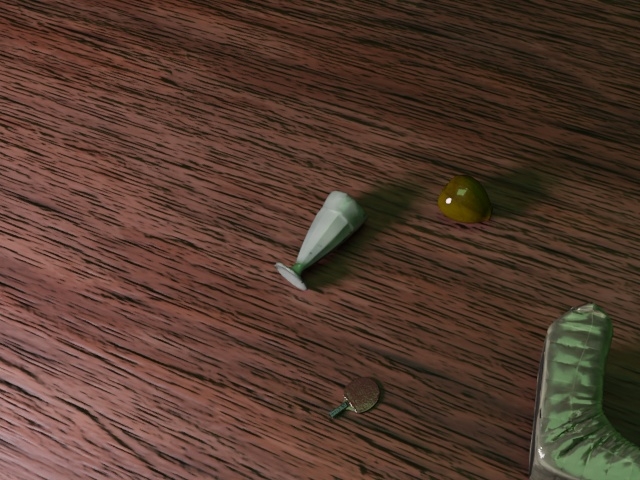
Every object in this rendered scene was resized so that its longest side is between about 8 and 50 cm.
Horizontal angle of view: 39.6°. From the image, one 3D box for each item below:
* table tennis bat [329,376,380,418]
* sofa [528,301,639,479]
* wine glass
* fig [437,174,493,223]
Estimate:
[{"bbox_3d":[0.048,0.233,1.299,0.083,0.007,0.050,-32,64,-11],"label":"table tennis bat"},{"bbox_3d":[0.368,0.224,1.147,0.175,0.210,0.226,7,64,13],"label":"sofa"},{"bbox_3d":[0.000,0.000,1.390,0.073,0.073,0.155,34,76,22],"label":"wine glass"},{"bbox_3d":[0.229,-0.060,1.385,0.088,0.074,0.074,33,72,6],"label":"fig"}]
